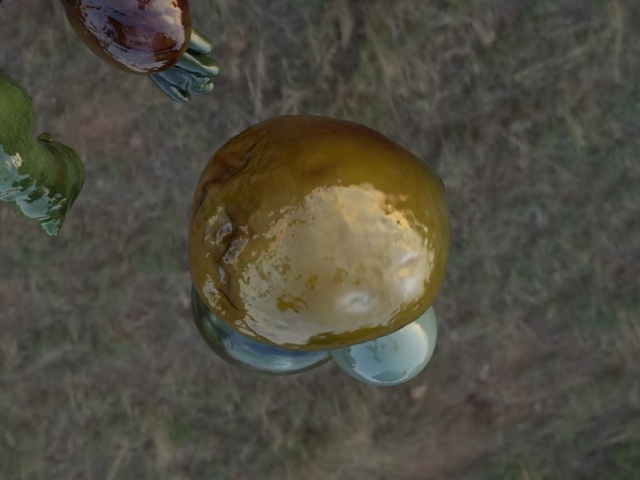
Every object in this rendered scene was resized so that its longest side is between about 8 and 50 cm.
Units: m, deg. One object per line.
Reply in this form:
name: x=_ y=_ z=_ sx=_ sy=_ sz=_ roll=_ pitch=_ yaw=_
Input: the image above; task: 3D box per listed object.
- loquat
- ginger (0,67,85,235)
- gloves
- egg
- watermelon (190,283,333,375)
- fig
loquat: x=0.000 y=0.000 z=1.549 sx=0.276 sy=0.276 sz=0.284 roll=-39 pitch=144 yaw=25
ginger: x=-0.326 y=-0.104 z=1.486 sx=0.089 sy=0.137 sz=0.290 roll=-25 pitch=144 yaw=9
gloves: x=-0.213 y=-0.303 z=1.827 sx=0.107 sy=0.135 sz=0.268 roll=-19 pitch=106 yaw=-2
egg: x=0.076 y=0.110 z=1.872 sx=0.149 sy=0.192 sz=0.149 roll=-9 pitch=119 yaw=-17
watermelon: x=-0.059 y=0.066 z=2.172 sx=0.285 sy=0.285 sz=0.285 roll=-9 pitch=140 yaw=-8
fig: x=-0.236 y=-0.287 z=1.651 sx=0.202 sy=0.149 sz=0.148 roll=40 pitch=141 yaw=-17
